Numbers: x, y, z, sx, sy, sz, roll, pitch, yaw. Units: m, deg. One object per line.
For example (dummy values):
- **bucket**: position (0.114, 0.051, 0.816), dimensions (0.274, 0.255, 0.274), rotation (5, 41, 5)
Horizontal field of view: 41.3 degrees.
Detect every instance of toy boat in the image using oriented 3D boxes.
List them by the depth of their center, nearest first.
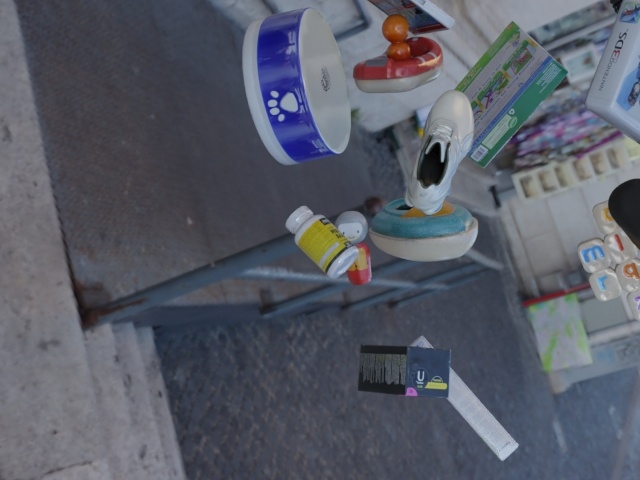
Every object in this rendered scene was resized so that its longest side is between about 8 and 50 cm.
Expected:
- **toy boat**: position (0.168, -0.023, 1.761), dimensions (0.318, 0.267, 0.148), rotation (-20, 107, -33)
- **toy boat**: position (0.165, -0.402, 1.799), dimensions (0.231, 0.151, 0.151), rotation (-33, 122, -53)

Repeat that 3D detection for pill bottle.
- **pill bottle**: position (0.000, 0.000, 1.350), dimensions (0.116, 0.065, 0.065), rotation (43, 15, 17)

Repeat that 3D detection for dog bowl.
- **dog bowl**: position (-0.036, -0.272, 1.508), dimensions (0.265, 0.104, 0.265), rotation (-9, 90, -70)

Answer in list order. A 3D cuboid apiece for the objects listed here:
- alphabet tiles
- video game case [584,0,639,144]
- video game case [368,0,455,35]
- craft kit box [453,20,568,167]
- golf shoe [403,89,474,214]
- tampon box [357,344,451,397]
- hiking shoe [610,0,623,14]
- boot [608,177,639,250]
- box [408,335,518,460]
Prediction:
- **alphabet tiles**: position (0.691, 0.022, 1.767), dimensions (0.278, 0.284, 0.021), rotation (64, 20, -12)
- **video game case**: position (0.406, -0.229, 0.878), dimensions (0.329, 0.036, 0.300), rotation (15, 97, -48)
- **video game case**: position (0.127, -0.522, 1.765), dimensions (0.285, 0.025, 0.204), rotation (32, 0, -18)
- **craft kit box**: position (0.366, -0.305, 1.752), dimensions (0.061, 0.250, 0.247), rotation (30, 23, -26)
- **golf shoe**: position (0.159, -0.122, 1.089), dimensions (0.086, 0.069, 0.176), rotation (80, 26, -73)
- **tampon box**: position (0.173, 0.271, 1.770), dimensions (0.120, 0.161, 0.101), rotation (9, 81, -33)
- **hiking shoe**: position (0.769, -0.508, 1.951), dimensions (0.227, 0.114, 0.086), rotation (52, -19, -13)
- **boot**: position (0.551, 0.039, 1.253), dimensions (0.115, 0.112, 0.305), rotation (36, 20, -53)
- **box**: position (0.328, 0.365, 1.986), dimensions (0.322, 0.058, 0.232), rotation (50, 0, 13)
